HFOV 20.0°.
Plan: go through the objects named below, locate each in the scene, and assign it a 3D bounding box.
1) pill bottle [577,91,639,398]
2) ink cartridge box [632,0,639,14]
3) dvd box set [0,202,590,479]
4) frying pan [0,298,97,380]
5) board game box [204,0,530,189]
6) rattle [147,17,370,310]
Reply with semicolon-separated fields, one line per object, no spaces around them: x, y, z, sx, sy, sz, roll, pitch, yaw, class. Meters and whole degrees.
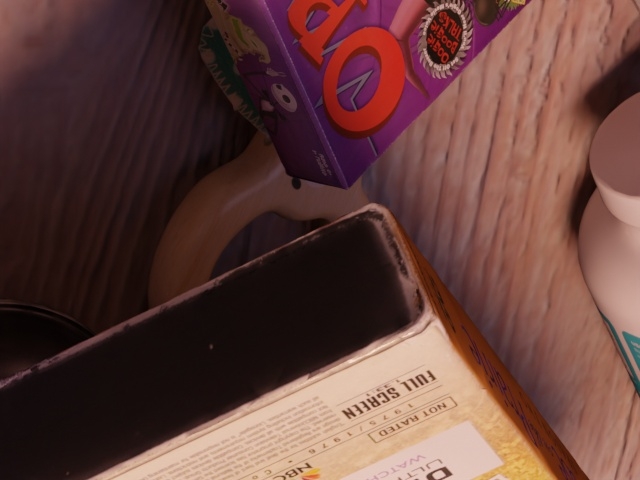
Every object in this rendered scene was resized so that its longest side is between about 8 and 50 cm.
0.233;0.034;1.011;0.146;0.146;0.264;-42;131;-13;pill bottle
0.341;-0.160;0.989;0.275;0.060;0.239;15;132;-41;ink cartridge box
-0.022;0.167;0.804;0.307;0.062;0.420;-26;144;11;dvd box set
-0.211;0.154;0.806;0.326;0.053;0.197;-33;128;-24;frying pan
0.001;-0.217;0.741;0.208;0.056;0.347;-44;129;-23;board game box
0.000;0.000;0.828;0.130;0.143;0.200;8;113;-24;rattle
